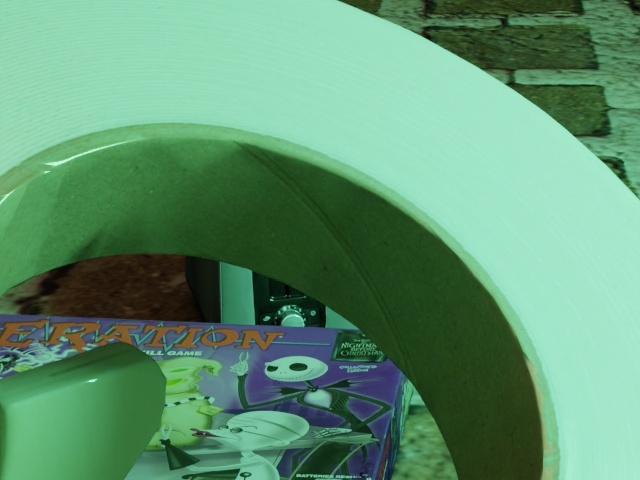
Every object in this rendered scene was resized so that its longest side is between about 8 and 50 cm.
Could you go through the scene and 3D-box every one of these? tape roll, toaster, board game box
[{"bbox_3d":[-0.033,0.061,0.537,0.392,0.072,0.392,13,48,-14],"label":"tape roll"},{"bbox_3d":[0.000,0.000,1.096,0.168,0.110,0.186,-5,20,-12],"label":"toaster"},{"bbox_3d":[-0.129,0.102,0.924,0.346,0.056,0.208,1,16,8],"label":"board game box"}]

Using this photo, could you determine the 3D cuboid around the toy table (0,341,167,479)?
[{"bbox_3d":[-0.167,0.146,0.641,0.252,0.161,0.274,16,27,40],"label":"toy table"}]
